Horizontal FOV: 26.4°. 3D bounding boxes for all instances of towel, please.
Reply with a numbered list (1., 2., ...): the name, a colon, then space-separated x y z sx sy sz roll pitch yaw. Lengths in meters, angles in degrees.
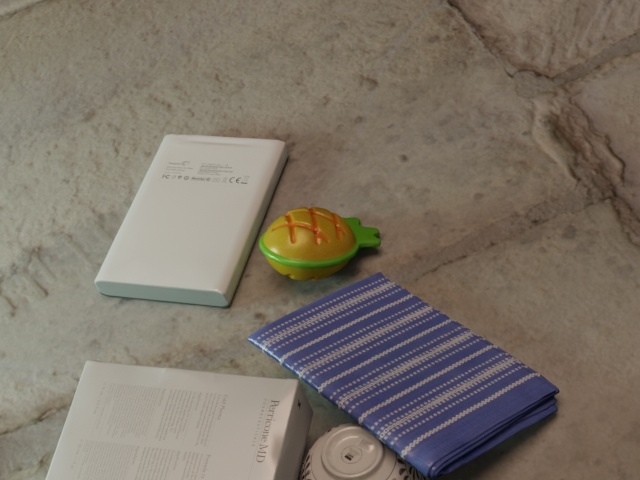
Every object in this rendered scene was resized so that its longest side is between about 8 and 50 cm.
1. towel: 0.105 0.164 1.722 0.243 0.040 0.336 -23 41 -36

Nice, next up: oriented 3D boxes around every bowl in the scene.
1. bowl: 0.044 0.277 1.648 0.170 0.080 0.170 -7 47 7

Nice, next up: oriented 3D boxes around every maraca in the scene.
1. maraca: 0.000 0.000 1.912 0.185 0.099 0.127 -17 37 -38

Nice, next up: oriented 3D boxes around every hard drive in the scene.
1. hard drive: -0.186 -0.037 2.026 0.203 0.040 0.308 5 49 18

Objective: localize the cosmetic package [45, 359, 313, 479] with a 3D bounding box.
1. cosmetic package: -0.189 0.335 1.608 0.284 0.097 0.377 3 57 19
